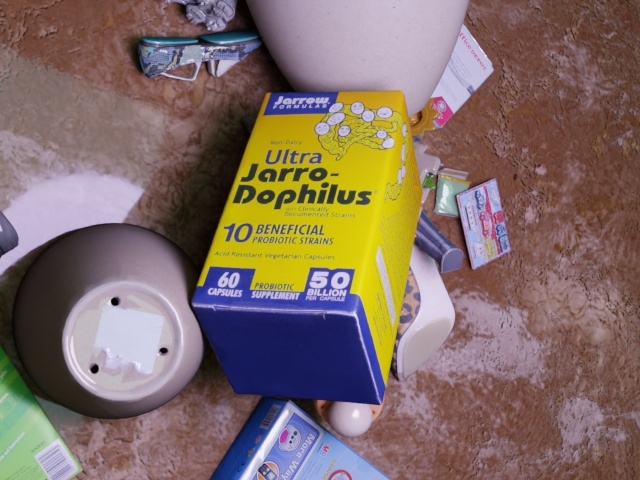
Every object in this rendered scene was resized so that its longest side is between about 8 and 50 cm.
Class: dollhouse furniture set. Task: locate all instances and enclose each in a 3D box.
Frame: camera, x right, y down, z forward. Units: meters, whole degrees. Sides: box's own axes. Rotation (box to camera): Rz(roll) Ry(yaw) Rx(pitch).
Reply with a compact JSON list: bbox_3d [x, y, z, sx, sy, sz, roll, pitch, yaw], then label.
[{"bbox_3d":[0.188,-0.083,1.552,0.152,0.058,0.076,9,83,-28],"label":"dollhouse furniture set"}]

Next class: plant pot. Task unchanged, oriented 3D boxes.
[{"bbox_3d":[-0.238,0.103,1.155,0.256,0.274,0.256,0,89,-14],"label":"plant pot"}]

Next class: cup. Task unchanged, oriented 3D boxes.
[{"bbox_3d":[0.059,-0.301,1.379,0.331,0.331,0.237,-23,121,-28],"label":"cup"}]

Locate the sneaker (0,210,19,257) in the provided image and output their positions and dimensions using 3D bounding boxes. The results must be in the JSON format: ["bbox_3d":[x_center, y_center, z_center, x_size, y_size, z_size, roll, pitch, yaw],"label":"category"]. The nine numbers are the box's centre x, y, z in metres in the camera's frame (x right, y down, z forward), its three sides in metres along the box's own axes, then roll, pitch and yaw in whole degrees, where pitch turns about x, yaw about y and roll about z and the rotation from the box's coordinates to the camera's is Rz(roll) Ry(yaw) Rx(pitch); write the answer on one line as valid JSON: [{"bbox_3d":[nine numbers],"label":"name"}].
[{"bbox_3d":[-0.481,-0.043,1.168,0.130,0.087,0.227,-47,114,-29],"label":"sneaker"}]

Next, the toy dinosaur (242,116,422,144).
[{"bbox_3d":[0.018,-0.127,1.407,0.268,0.118,0.064,6,72,15],"label":"toy dinosaur"}]

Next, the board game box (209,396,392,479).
[{"bbox_3d":[-0.035,0.432,1.385,0.302,0.086,0.308,41,69,-21],"label":"board game box"}]

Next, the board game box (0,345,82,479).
[{"bbox_3d":[-0.418,0.218,1.217,0.124,0.039,0.259,-35,106,-26],"label":"board game box"}]

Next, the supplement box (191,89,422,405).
[{"bbox_3d":[0.000,0.000,1.228,0.195,0.194,0.356,73,24,-47],"label":"supplement box"}]

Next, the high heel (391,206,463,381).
[{"bbox_3d":[0.128,0.072,1.516,0.093,0.186,0.261,-2,122,-30],"label":"high heel"}]

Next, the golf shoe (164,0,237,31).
[{"bbox_3d":[-0.194,-0.369,1.370,0.176,0.069,0.086,37,41,-17],"label":"golf shoe"}]

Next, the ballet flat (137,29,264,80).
[{"bbox_3d":[-0.167,-0.258,1.374,0.188,0.070,0.070,-9,92,-27],"label":"ballet flat"}]

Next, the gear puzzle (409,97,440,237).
[{"bbox_3d":[0.082,-0.075,1.463,0.339,0.175,0.044,-67,160,-14],"label":"gear puzzle"}]

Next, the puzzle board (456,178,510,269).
[{"bbox_3d":[0.270,-0.027,1.604,0.096,0.011,0.128,-24,105,-37],"label":"puzzle board"}]

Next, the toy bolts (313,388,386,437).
[{"bbox_3d":[-0.007,0.144,1.316,0.228,0.158,0.218,13,115,-6],"label":"toy bolts"}]

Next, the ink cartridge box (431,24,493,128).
[{"bbox_3d":[0.189,-0.264,1.560,0.150,0.063,0.109,-47,109,-23],"label":"ink cartridge box"}]
